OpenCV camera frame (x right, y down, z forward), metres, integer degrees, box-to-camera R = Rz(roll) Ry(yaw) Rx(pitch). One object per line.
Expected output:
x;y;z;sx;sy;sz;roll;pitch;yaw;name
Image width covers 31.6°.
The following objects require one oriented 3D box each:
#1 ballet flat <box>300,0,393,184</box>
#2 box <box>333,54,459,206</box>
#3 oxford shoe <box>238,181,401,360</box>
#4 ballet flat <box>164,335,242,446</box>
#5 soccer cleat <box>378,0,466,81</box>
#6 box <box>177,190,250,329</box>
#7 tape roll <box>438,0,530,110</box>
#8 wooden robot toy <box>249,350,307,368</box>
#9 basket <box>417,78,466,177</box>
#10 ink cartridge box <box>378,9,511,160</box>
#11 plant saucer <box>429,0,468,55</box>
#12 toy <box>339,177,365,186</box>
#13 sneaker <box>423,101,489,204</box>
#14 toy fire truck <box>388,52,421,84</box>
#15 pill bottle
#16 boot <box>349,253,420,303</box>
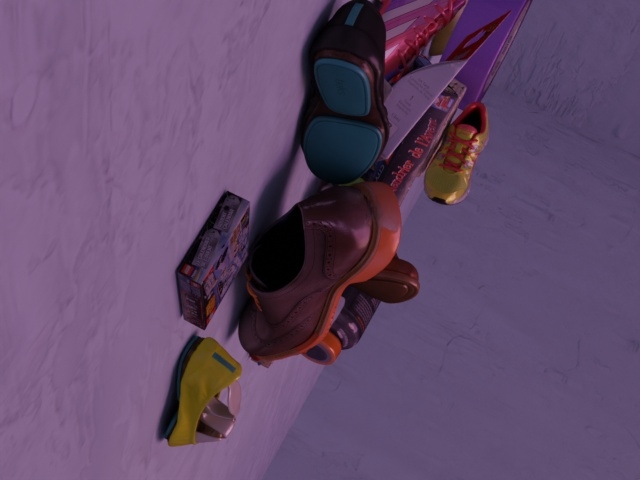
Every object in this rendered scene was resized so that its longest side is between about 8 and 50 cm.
0.035;-0.154;1.184;0.280;0.095;0.096;101;6;-68;ballet flat
0.100;-0.137;1.592;0.233;0.044;0.159;-63;-156;21;box
-0.043;0.040;1.361;0.364;0.132;0.130;-53;-133;49;oxford shoe
-0.132;0.192;1.309;0.077;0.077;0.231;-59;173;-36;ballet flat
0.114;-0.263;1.320;0.248;0.095;0.083;-62;174;-9;soccer cleat
-0.101;0.022;1.084;0.094;0.027;0.137;-62;173;-22;box
0.297;-0.369;2.042;0.275;0.090;0.275;-62;173;-14;tape roll
-0.061;0.164;1.753;0.076;0.079;0.173;-59;172;-31;wooden robot toy
0.166;-0.206;1.930;0.113;0.103;0.167;-54;170;-50;basket
0.113;-0.194;1.380;0.232;0.066;0.189;-54;-172;-5;ink cartridge box
0.271;-0.443;2.092;0.241;0.037;0.241;-61;174;-11;plant saucer
0.000;0.000;1.594;0.137;0.056;0.237;-87;-162;-47;toy
0.230;-0.152;1.900;0.094;0.081;0.209;94;17;-56;sneaker
0.126;-0.297;1.495;0.192;0.047;0.135;-59;172;-24;toy fire truck
0.041;0.114;2.123;0.246;0.130;0.130;-59;172;-34;pill bottle
0.091;-0.025;1.700;0.220;0.109;0.283;-64;-159;-10;boot
